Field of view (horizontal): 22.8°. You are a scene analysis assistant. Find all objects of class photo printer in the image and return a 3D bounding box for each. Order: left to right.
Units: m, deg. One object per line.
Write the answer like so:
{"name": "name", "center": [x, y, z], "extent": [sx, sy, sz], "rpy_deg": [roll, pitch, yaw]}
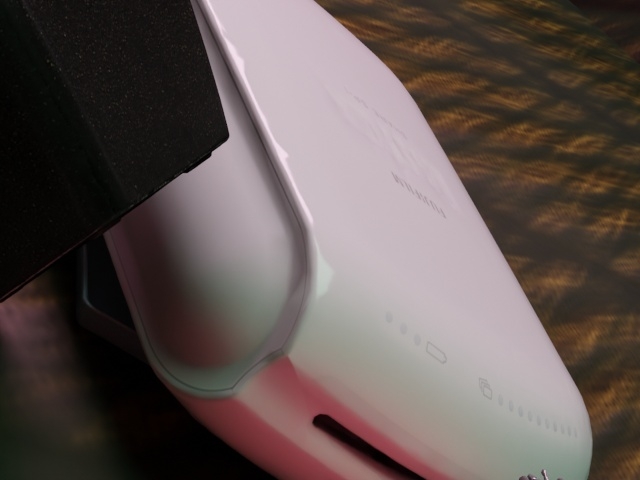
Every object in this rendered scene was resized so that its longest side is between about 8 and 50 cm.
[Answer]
{"name": "photo printer", "center": [0.000, 0.000, 0.748], "extent": [0.256, 0.107, 0.307], "rpy_deg": [33, 24, -46]}

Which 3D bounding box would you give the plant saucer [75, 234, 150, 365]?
{"name": "plant saucer", "center": [-0.090, -0.005, 0.757], "extent": [0.067, 0.018, 0.192], "rpy_deg": [33, 22, -26]}

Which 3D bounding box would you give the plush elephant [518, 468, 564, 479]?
{"name": "plush elephant", "center": [0.205, 0.195, 0.415], "extent": [0.255, 0.271, 0.330], "rpy_deg": [19, 18, -24]}

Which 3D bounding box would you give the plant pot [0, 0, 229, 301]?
{"name": "plant pot", "center": [-0.140, -0.058, 0.556], "extent": [0.167, 0.188, 0.187], "rpy_deg": [54, 20, -5]}
